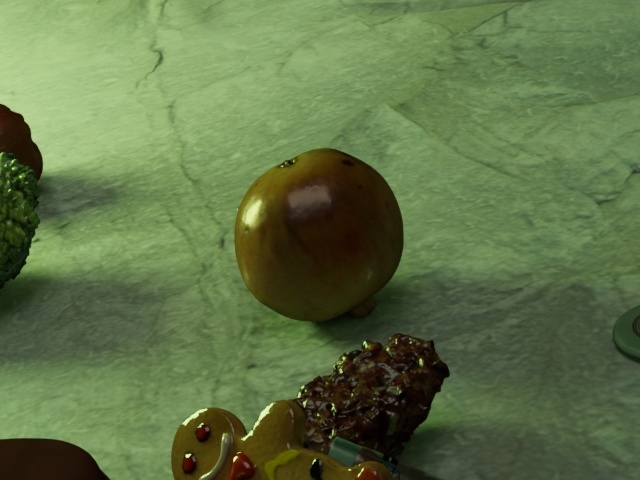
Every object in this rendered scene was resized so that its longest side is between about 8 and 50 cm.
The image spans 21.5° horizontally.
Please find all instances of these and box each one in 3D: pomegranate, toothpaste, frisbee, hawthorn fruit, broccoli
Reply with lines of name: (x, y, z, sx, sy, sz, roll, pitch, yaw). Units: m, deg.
pomegranate: (-0.001, -0.003, 1.831, 0.191, 0.191, 0.191, -8, 30, 5)
toothpaste: (0.102, 0.228, 1.490, 0.205, 0.036, 0.056, 22, 41, 6)
frisbee: (0.352, 0.091, 1.715, 0.110, 0.014, 0.110, -9, 30, 5)
hawthorn fruit: (-0.441, -0.108, 2.207, 0.133, 0.133, 0.138, 19, 52, 41)
broccoli: (-0.444, -0.003, 1.989, 0.226, 0.176, 0.198, -1, 23, -13)

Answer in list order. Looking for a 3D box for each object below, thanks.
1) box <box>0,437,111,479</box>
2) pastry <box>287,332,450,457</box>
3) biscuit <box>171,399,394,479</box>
box: (-0.307, 0.321, 1.450, 0.263, 0.108, 0.404, -8, 30, 7)
pastry: (0.032, 0.170, 1.605, 0.115, 0.097, 0.208, 34, 51, 28)
biscuit: (-0.051, 0.224, 1.498, 0.250, 0.165, 0.036, 28, 5, 41)
